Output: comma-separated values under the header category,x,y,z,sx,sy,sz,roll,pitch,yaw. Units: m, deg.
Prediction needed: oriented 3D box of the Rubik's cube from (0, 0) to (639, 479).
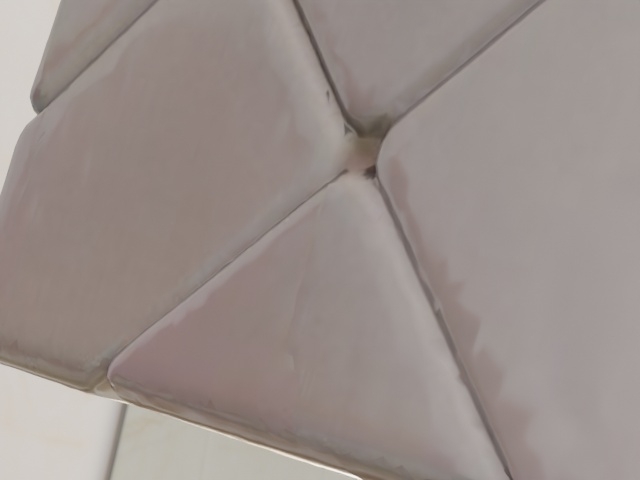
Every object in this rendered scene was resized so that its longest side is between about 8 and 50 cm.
category,x,y,z,sx,sy,sz,roll,pitch,yaw
Rubik's cube,0.125,-0.050,0.490,0.319,0.321,0.316,10,-8,42
